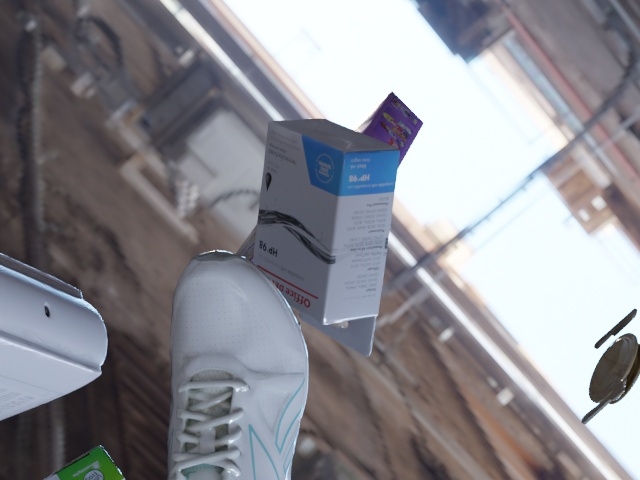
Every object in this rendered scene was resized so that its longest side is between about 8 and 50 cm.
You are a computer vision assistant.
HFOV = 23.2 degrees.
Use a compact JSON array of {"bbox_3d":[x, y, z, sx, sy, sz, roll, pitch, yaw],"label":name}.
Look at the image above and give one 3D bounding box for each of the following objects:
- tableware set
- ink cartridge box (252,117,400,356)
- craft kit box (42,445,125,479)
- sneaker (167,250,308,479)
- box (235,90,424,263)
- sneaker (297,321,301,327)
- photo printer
[{"bbox_3d":[0.357,0.116,1.676,0.194,0.039,0.128,-50,-167,43],"label":"tableware set"},{"bbox_3d":[0.000,0.000,1.272,0.060,0.180,0.104,-6,-159,-38],"label":"ink cartridge box"},{"bbox_3d":[-0.302,0.348,1.556,0.246,0.250,0.061,-27,-126,-23],"label":"craft kit box"},{"bbox_3d":[-0.035,0.081,0.607,0.053,0.152,0.061,-2,-172,18],"label":"sneaker"},{"bbox_3d":[-0.004,-0.031,1.670,0.201,0.057,0.293,-42,-172,29],"label":"box"},{"bbox_3d":[-0.042,0.062,1.237,0.032,0.083,0.037,4,-117,29],"label":"sneaker"},{"bbox_3d":[-0.365,0.096,1.385,0.256,0.307,0.107,-22,-108,12],"label":"photo printer"}]
